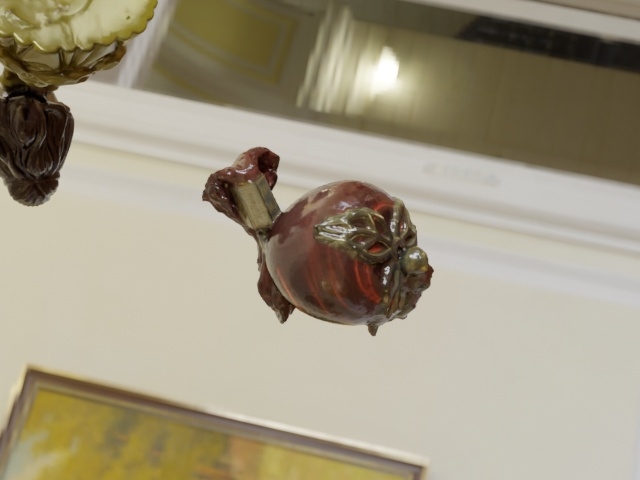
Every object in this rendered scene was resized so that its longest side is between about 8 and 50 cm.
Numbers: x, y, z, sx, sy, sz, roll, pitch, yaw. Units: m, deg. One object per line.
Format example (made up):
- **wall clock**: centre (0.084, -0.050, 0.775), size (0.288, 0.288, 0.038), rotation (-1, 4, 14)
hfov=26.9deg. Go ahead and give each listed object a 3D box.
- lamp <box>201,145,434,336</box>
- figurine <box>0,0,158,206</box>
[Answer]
- **lamp**: centre (-0.001, 0.005, 1.376), size (0.151, 0.223, 0.215), rotation (-68, -38, -62)
- **figurine**: centre (-0.304, -0.176, 1.424), size (0.187, 0.168, 0.315), rotation (-35, -11, -34)
